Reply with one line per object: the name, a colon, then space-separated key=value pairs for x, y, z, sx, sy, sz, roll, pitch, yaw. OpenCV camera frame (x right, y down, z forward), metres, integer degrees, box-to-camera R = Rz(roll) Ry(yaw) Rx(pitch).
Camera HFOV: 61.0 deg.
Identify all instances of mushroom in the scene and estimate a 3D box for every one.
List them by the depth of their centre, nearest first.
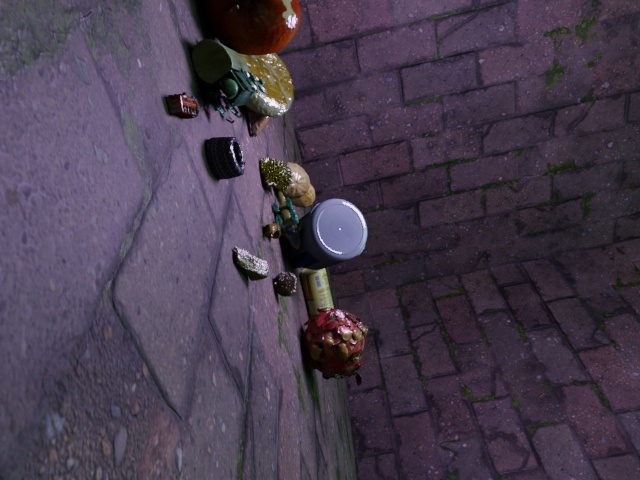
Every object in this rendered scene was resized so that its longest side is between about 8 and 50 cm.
mushroom: x=-0.212 y=-0.454 z=1.838 sx=0.072 sy=0.094 sz=0.210 roll=34 pitch=40 yaw=-80

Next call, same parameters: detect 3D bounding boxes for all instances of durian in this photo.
durian: x=-0.112 y=0.138 z=1.701 sx=0.091 sy=0.080 sz=0.080 roll=2 pitch=73 yaw=-44
durian: x=-0.148 y=-0.242 z=1.953 sx=0.220 sy=0.095 sz=0.137 roll=21 pitch=54 yaw=-81

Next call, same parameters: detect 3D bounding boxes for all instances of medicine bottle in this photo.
medicine bottle: x=-0.013 y=0.238 z=2.398 sx=0.124 sy=0.124 sz=0.239 roll=-74 pitch=153 yaw=-81

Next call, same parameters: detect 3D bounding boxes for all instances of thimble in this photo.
thimble: x=-0.213 y=-0.192 z=1.230 sx=0.104 sy=0.066 sz=0.095 roll=69 pitch=12 yaw=-62

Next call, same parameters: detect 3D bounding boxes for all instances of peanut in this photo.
peanut: x=-0.106 y=-0.219 z=2.214 sx=0.305 sy=0.146 sz=0.147 roll=66 pitch=13 yaw=-72

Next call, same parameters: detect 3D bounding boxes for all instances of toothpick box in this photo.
toothpick box: x=0.000 y=0.000 z=2.139 sx=0.354 sy=0.262 sz=0.263 roll=153 pitch=-72 yaw=-65

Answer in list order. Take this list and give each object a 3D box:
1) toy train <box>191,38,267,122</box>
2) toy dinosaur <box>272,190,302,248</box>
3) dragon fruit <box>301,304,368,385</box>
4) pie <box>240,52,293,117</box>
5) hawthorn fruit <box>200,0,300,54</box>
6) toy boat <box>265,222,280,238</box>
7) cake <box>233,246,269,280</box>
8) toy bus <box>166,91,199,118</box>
toy train: x=-0.236 y=-0.399 z=1.348 sx=0.189 sy=0.126 sz=0.307 roll=45 pitch=11 yaw=-9
toy dinosaur: x=-0.128 y=-0.100 z=2.017 sx=0.153 sy=0.094 sz=0.259 roll=75 pitch=-3 yaw=-63
dragon fruit: x=0.050 y=0.385 z=2.039 sx=0.291 sy=0.250 sz=0.269 roll=84 pitch=15 yaw=-70
pie: x=-0.198 y=-0.550 z=1.782 sx=0.323 sy=0.070 sz=0.323 roll=34 pitch=43 yaw=-40
hawthorn fruit: x=-0.194 y=-0.645 z=1.485 sx=0.300 sy=0.275 sz=0.276 roll=-132 pitch=-155 yaw=-61
toy boat: x=-0.150 y=-0.029 z=1.742 sx=0.149 sy=0.047 sz=0.049 roll=-8 pitch=87 yaw=-87
cake: x=-0.179 y=0.057 z=1.301 sx=0.140 sy=0.055 sz=0.051 roll=37 pitch=40 yaw=-57
toy bus: x=-0.259 y=-0.254 z=1.031 sx=0.110 sy=0.031 sz=0.043 roll=-67 pitch=147 yaw=-80
